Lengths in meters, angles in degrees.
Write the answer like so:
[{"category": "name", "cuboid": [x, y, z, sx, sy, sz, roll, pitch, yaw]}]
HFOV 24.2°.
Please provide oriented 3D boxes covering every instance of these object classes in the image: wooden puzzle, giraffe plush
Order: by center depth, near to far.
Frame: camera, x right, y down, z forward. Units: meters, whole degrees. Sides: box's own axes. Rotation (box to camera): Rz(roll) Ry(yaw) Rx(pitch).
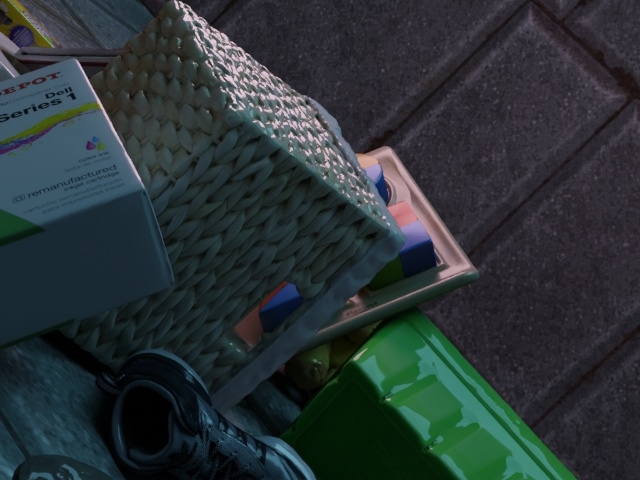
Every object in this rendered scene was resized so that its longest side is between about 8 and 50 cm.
[{"category": "wooden puzzle", "cuboid": [0.000, 0.000, 1.997, 0.348, 0.322, 0.080, -122, -168, -51]}, {"category": "giraffe plush", "cuboid": [0.031, 0.147, 2.200, 0.181, 0.170, 0.210, 54, 1, -8]}]

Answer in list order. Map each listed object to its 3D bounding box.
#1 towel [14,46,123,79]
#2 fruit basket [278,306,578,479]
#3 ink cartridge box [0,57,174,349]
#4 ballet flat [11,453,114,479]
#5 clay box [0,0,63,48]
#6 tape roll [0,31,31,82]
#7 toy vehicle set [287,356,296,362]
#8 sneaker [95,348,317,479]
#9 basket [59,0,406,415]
[{"category": "towel", "cuboid": [-0.200, -0.150, 1.885, 0.237, 0.037, 0.329, 6, -24, 38]}, {"category": "fruit basket", "cuboid": [0.156, 0.293, 1.959, 0.392, 0.283, 0.392, 32, 26, -18]}, {"category": "ink cartridge box", "cuboid": [-0.275, -0.038, 1.381, 0.278, 0.201, 0.117, -124, -163, -53]}, {"category": "ballet flat", "cuboid": [-0.154, 0.249, 1.209, 0.250, 0.058, 0.084, 34, 34, -33]}, {"category": "clay box", "cuboid": [-0.408, -0.227, 2.046, 0.222, 0.127, 0.053, 46, 8, 5]}, {"category": "tape roll", "cuboid": [-0.381, -0.159, 1.873, 0.286, 0.100, 0.286, 46, 4, -4]}, {"category": "toy vehicle set", "cuboid": [-0.043, 0.077, 2.090, 0.166, 0.035, 0.267, 31, 34, 24]}, {"category": "sneaker", "cuboid": [-0.111, 0.214, 1.443, 0.268, 0.101, 0.153, 41, 8, 9]}, {"category": "basket", "cuboid": [-0.143, -0.038, 1.639, 0.266, 0.328, 0.331, 41, 12, -33]}]
